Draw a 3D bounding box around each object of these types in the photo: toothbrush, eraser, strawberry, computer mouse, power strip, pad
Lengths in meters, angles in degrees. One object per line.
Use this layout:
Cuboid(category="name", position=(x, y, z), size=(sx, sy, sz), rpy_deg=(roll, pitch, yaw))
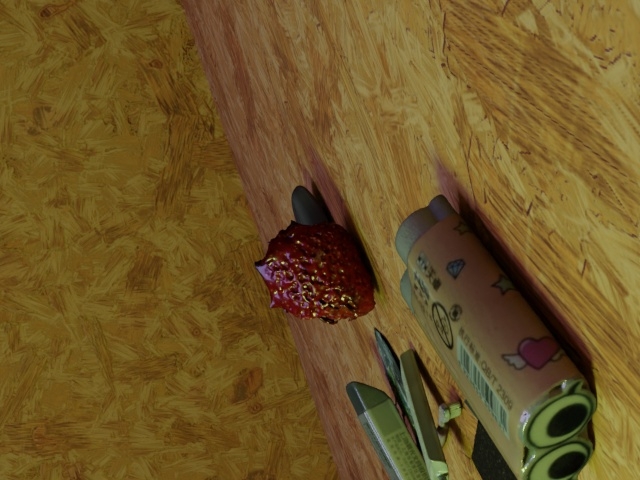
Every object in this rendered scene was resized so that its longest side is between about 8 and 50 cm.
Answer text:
Cuboid(category="toothbrush", position=(0.191, 0.290, 1.621), size=(0.307, 0.029, 0.025), rpy_deg=(84, 167, -68))
Cuboid(category="eraser", position=(0.172, 0.102, 1.084), size=(0.290, 0.087, 0.171), rpy_deg=(-121, 17, -46))
Cuboid(category="strawberry", position=(0.006, 0.059, 1.785), size=(0.201, 0.184, 0.187), rpy_deg=(30, 147, 27))
Cuboid(category="computer mouse", position=(0.001, -0.001, 1.994), size=(0.120, 0.057, 0.232), rpy_deg=(83, 166, -58))
Cuboid(category="power strip", position=(0.158, 0.275, 1.607), size=(0.060, 0.027, 0.253), rpy_deg=(80, 177, -47))
Cuboid(category="pad", position=(0.252, 0.318, 1.315), size=(0.330, 0.004, 0.220), rpy_deg=(83, 162, -62))
Cuboid(category="eraser", position=(0.151, 0.407, 1.914), size=(0.352, 0.061, 0.089), rpy_deg=(62, 165, 9))

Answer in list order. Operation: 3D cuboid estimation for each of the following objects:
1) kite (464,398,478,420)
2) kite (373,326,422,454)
Cuboid(category="kite", position=(0.212, 0.190, 1.284), size=(0.335, 0.011, 0.314), rpy_deg=(106, 142, -75))
Cuboid(category="kite", position=(0.151, 0.305, 1.949), size=(0.169, 0.015, 0.310), rpy_deg=(-121, 14, -57))
